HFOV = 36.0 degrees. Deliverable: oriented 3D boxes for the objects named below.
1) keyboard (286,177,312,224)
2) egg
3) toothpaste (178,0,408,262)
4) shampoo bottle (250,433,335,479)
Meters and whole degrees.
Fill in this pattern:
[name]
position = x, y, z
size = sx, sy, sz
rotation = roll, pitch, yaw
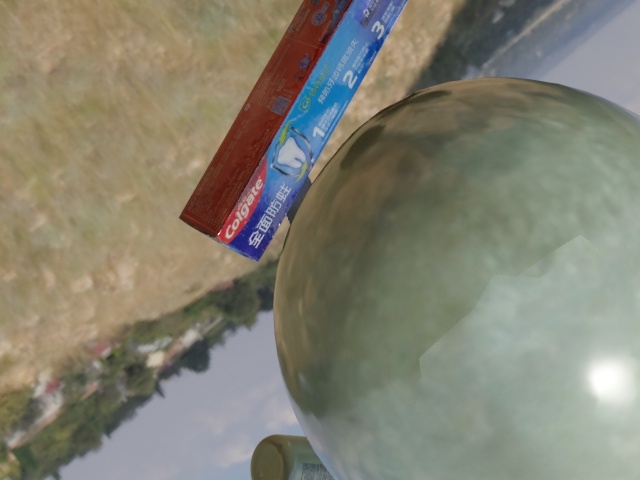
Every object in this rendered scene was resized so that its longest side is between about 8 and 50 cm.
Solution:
[keyboard]
position = -0.001, 0.000, 1.248
size = 0.015, 0.196, 0.074
rotation = -3, -141, 39
[egg]
position = 0.114, 0.054, 0.543
size = 0.258, 0.258, 0.352
rotation = -39, 152, 7
[toothpaste]
position = -0.023, -0.137, 0.986
size = 0.076, 0.066, 0.320
rotation = 34, 86, -51
[shampoo bottle]
position = -0.004, 0.281, 1.207
size = 0.162, 0.079, 0.079
rotation = 15, 136, -43
